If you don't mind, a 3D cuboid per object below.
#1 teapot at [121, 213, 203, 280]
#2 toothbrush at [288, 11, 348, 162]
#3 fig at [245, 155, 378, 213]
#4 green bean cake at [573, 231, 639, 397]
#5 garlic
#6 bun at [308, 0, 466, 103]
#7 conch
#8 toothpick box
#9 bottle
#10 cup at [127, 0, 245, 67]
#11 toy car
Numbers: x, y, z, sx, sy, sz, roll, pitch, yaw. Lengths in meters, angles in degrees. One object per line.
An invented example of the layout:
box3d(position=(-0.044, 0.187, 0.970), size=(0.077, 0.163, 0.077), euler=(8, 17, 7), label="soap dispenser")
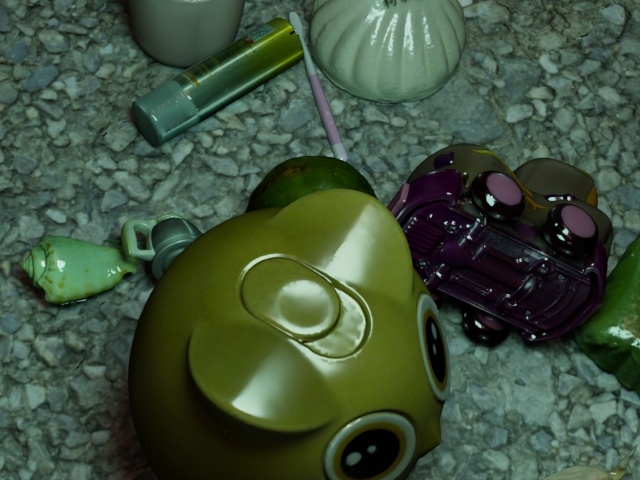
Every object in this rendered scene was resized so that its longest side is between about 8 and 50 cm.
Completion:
box3d(position=(-0.220, -0.001, 1.973), size=(0.092, 0.124, 0.091), euler=(-39, 47, 12), label="teapot")
box3d(position=(-0.006, -0.244, 2.180), size=(0.020, 0.025, 0.286), euler=(-11, 65, -16), label="toothbrush")
box3d(position=(0.000, 0.000, 1.977), size=(0.195, 0.195, 0.245), euler=(-22, 103, -18), label="fig")
box3d(position=(0.509, 0.115, 1.999), size=(0.222, 0.125, 0.248), euler=(38, 61, 14), label="green bean cake")
box3d(position=(0.335, 0.349, 1.844), size=(0.198, 0.128, 0.090), euler=(-16, 49, -12), label="garlic")
box3d(position=(0.115, -0.366, 2.176), size=(0.263, 0.175, 0.263), euler=(2, 62, -4), label="bun")
box3d(position=(-0.341, 0.044, 1.954), size=(0.170, 0.079, 0.106), euler=(-2, 77, -16), label="conch")
box3d(position=(-0.036, 0.167, 1.724), size=(0.409, 0.425, 0.409), euler=(3, 62, -5), label="toothpick box")
box3d(position=(-0.159, -0.248, 2.126), size=(0.286, 0.082, 0.082), euler=(-34, 71, -22), label="bottle")
box3d(position=(-0.238, -0.398, 2.128), size=(0.253, 0.200, 0.191), euler=(21, 61, 3), label="cup")
box3d(position=(0.258, -0.023, 1.962), size=(0.340, 0.271, 0.240), euler=(25, 45, -12), label="toy car")
